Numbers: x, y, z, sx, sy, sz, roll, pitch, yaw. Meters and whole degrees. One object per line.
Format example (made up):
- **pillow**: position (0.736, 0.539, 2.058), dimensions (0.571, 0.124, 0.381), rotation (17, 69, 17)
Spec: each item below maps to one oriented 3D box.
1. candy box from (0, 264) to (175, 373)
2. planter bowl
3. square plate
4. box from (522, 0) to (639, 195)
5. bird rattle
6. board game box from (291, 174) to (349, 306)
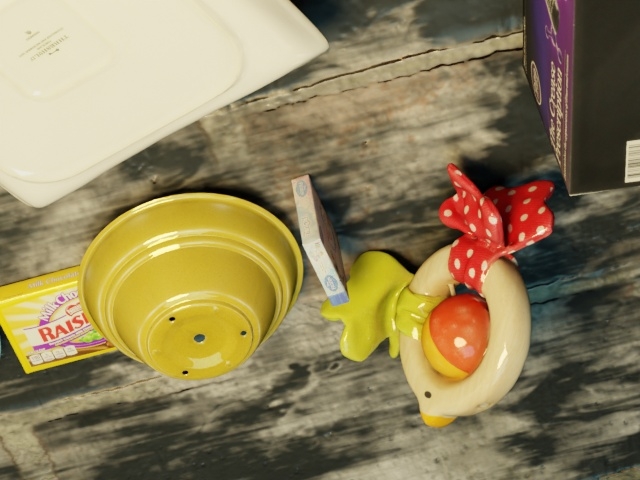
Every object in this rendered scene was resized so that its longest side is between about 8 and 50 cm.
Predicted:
- **candy box**: position (-0.208, 0.064, 1.756), dimensions (0.206, 0.027, 0.105), rotation (-15, 130, 4)
- **planter bowl**: position (-0.117, 0.066, 1.695), dimensions (0.217, 0.090, 0.217), rotation (-6, 130, -7)
- **square plate**: position (-0.229, -0.174, 1.477), dimensions (0.347, 0.049, 0.344), rotation (-26, 133, 27)
- **box**: position (0.231, -0.196, 1.479), dimensions (0.103, 0.184, 0.261), rotation (-7, 134, -1)
- **bird rattle**: position (0.139, 0.061, 1.708), dimensions (0.253, 0.207, 0.143), rotation (-35, 148, 33)
- **board game box**: position (0.000, 0.000, 1.688), dimensions (0.020, 0.090, 0.090), rotation (-18, 133, 7)
